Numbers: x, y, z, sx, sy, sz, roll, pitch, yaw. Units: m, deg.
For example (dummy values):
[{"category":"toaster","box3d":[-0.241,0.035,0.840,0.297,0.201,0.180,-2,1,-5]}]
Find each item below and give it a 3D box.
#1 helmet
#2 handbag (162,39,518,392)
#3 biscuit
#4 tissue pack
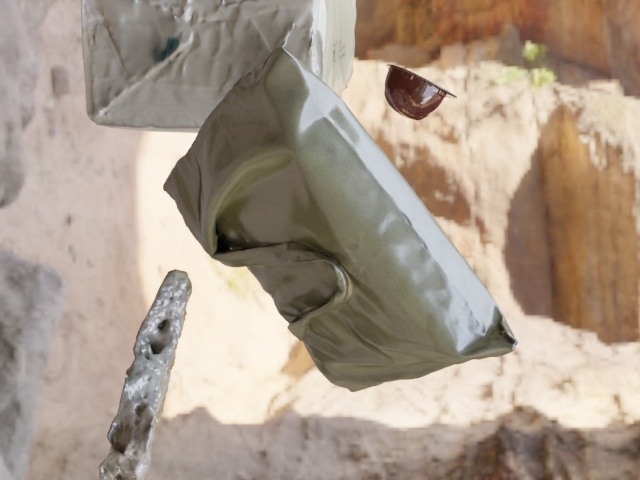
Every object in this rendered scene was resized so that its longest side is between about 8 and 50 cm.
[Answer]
[{"category":"helmet","box3d":[0.133,-0.203,1.599,0.057,0.111,0.089,-66,-164,-1]},{"category":"handbag","box3d":[0.000,0.004,1.002,0.316,0.253,0.109,49,56,-8]},{"category":"biscuit","box3d":[-0.154,0.153,0.957,0.188,0.040,0.265,-175,-81,-86]},{"category":"tissue pack","box3d":[-0.113,-0.261,1.450,0.380,0.297,0.207,-68,159,-75]}]
